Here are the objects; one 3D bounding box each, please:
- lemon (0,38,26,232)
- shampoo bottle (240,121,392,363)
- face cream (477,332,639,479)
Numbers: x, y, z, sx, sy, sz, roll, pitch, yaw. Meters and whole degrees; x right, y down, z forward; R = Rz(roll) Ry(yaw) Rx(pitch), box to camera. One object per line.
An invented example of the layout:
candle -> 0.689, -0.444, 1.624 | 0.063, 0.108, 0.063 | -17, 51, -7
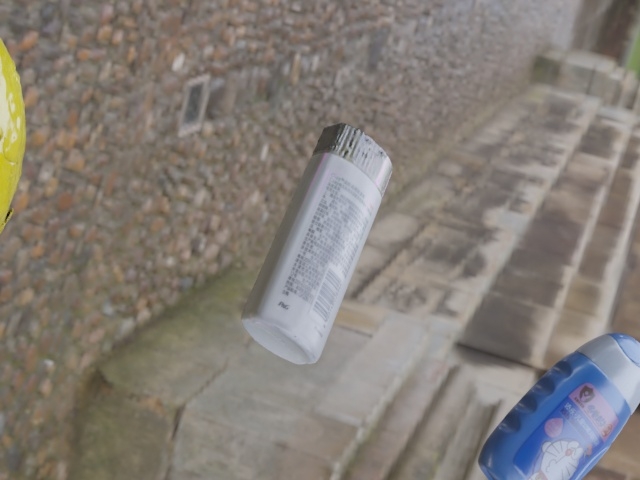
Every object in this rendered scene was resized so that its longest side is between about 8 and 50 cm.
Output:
lemon -> -0.373, -0.090, 0.939 | 0.297, 0.297, 0.297 | 17, 90, -77
shampoo bottle -> 0.000, 0.000, 1.134 | 0.086, 0.056, 0.227 | 40, 58, -32
face cream -> 0.325, 0.228, 1.547 | 0.264, 0.083, 0.149 | -45, 119, -10
